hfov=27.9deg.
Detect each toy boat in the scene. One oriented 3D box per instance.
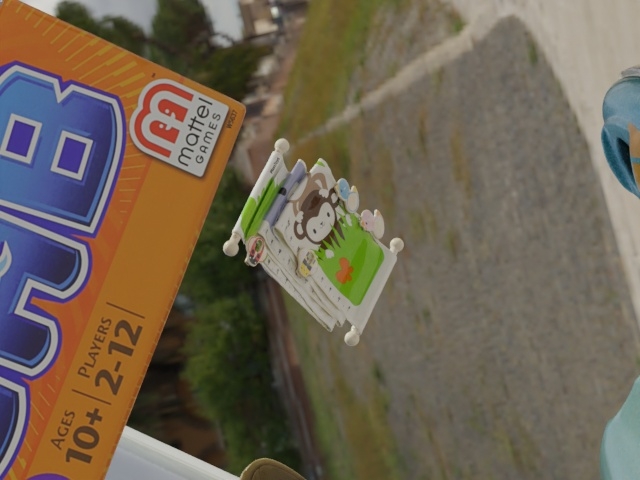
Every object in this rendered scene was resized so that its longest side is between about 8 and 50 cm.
[{"bbox_3d":[0.375,-0.022,1.271,0.318,0.148,0.267,62,180,-12],"label":"toy boat"}]

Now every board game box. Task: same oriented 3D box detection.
[{"bbox_3d":[-0.320,0.014,0.954,0.356,0.356,0.356,-9,60,70],"label":"board game box"}]

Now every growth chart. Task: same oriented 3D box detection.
[{"bbox_3d":[0.000,0.000,1.383,0.237,0.021,0.172,41,-122,-37],"label":"growth chart"}]

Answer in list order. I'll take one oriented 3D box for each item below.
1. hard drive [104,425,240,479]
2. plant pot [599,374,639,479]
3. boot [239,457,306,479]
[{"bbox_3d":[-0.195,0.326,1.459,0.040,0.307,0.203,-21,-52,-62],"label":"hard drive"},{"bbox_3d":[0.372,0.251,0.956,0.334,0.341,0.341,-100,-5,-61],"label":"plant pot"},{"bbox_3d":[-0.017,0.325,1.393,0.213,0.077,0.165,46,164,-1],"label":"boot"}]
